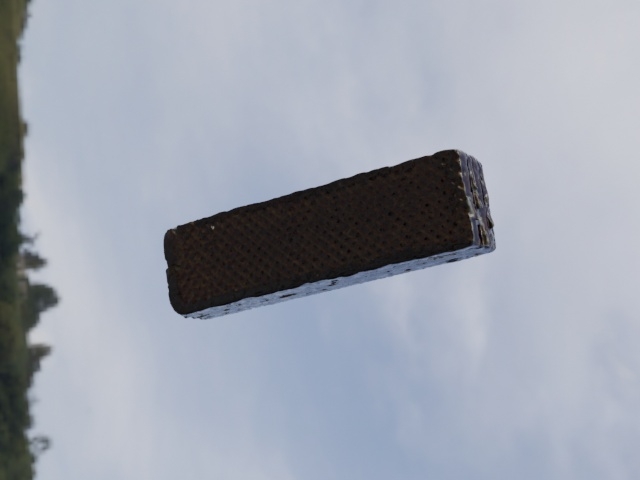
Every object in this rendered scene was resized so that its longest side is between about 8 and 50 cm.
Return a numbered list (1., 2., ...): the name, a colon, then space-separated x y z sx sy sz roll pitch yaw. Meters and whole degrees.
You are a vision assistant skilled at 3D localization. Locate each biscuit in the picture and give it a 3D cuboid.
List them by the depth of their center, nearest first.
1. biscuit: 0.000 0.000 1.314 0.388 0.073 0.107 -14 -104 26
